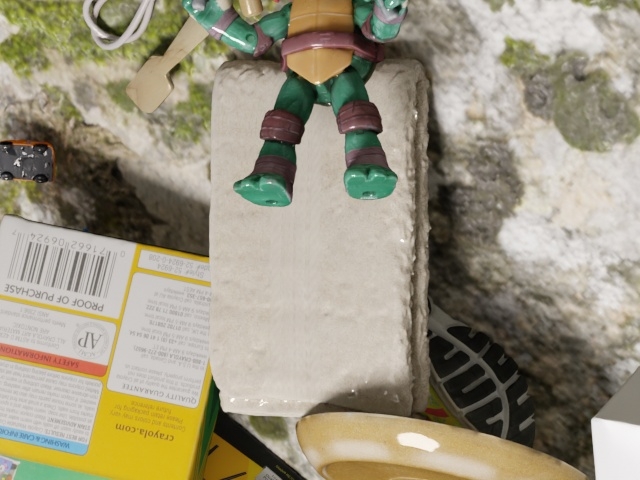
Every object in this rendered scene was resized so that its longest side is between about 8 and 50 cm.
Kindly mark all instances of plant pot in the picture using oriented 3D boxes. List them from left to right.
[{"bbox_3d":[0.092,0.183,1.457,0.236,0.032,0.236,13,162,4],"label":"plant pot"}]

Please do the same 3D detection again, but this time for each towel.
[{"bbox_3d":[0.000,0.000,1.456,0.187,0.049,0.282,2,91,32],"label":"towel"}]

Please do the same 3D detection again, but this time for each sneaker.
[{"bbox_3d":[0.083,0.108,1.498,0.208,0.081,0.094,46,132,19],"label":"sneaker"}]

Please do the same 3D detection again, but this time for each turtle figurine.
[{"bbox_3d":[-0.001,-0.144,1.365,0.175,0.118,0.234,-11,71,31],"label":"turtle figurine"}]

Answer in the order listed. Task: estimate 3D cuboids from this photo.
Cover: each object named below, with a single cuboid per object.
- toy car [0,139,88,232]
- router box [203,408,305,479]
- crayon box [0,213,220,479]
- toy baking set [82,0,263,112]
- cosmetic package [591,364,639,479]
[{"bbox_3d":[-0.243,-0.037,1.658,0.060,0.040,0.122,-13,106,16],"label":"toy car"},{"bbox_3d":[-0.120,0.199,1.643,0.179,0.133,0.046,39,130,10],"label":"router box"},{"bbox_3d":[-0.195,0.158,1.553,0.203,0.083,0.322,12,80,8],"label":"crayon box"},{"bbox_3d":[-0.129,-0.230,1.488,0.197,0.030,0.256,-5,111,39],"label":"toy baking set"},{"bbox_3d":[0.295,0.175,1.290,0.138,0.225,0.224,7,117,31],"label":"cosmetic package"}]
